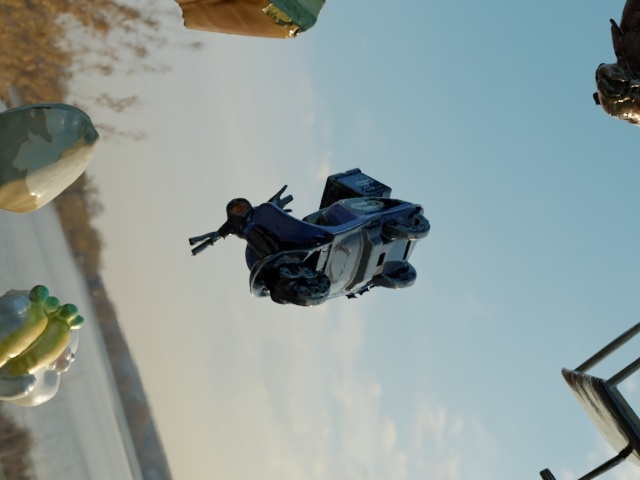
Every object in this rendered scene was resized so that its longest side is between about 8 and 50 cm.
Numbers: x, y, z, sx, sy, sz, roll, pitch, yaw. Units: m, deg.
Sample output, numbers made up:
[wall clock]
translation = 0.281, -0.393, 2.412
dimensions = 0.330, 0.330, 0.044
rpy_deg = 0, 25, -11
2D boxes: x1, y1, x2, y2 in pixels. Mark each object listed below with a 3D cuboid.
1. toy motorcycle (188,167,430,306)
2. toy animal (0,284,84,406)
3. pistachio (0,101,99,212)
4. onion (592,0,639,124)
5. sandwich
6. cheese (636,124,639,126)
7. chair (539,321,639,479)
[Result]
[toy motorcycle]
translation = 0.000, 0.000, 1.346
dimensions = 0.212, 0.358, 0.125
rpy_deg = 29, -62, 30
[toy animal]
translation = -0.469, 0.154, 1.427
dimensions = 0.247, 0.310, 0.183
rpy_deg = -1, -84, 33
[pistachio]
translation = -0.443, -0.124, 1.516
dimensions = 0.126, 0.223, 0.152
rpy_deg = -137, -154, -64
[onion]
translation = 0.478, -0.254, 1.230
dimensions = 0.221, 0.281, 0.281
rpy_deg = -107, -176, -79
[sandwich]
translation = -0.132, -0.391, 1.577
dimensions = 0.220, 0.108, 0.186
rpy_deg = 39, -34, -29
[cheese]
translation = 0.697, -0.348, 1.812
dimensions = 0.316, 0.128, 0.259
rpy_deg = -26, -129, 36
[chair]
translation = 0.396, 0.237, 1.318
dimensions = 0.166, 0.272, 0.188
rpy_deg = 55, -4, 1
